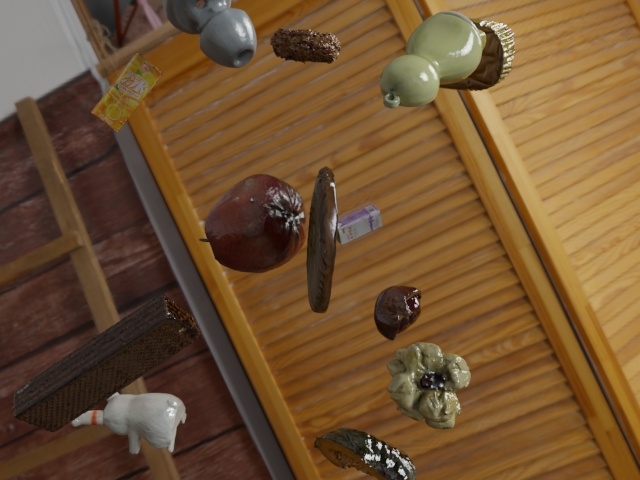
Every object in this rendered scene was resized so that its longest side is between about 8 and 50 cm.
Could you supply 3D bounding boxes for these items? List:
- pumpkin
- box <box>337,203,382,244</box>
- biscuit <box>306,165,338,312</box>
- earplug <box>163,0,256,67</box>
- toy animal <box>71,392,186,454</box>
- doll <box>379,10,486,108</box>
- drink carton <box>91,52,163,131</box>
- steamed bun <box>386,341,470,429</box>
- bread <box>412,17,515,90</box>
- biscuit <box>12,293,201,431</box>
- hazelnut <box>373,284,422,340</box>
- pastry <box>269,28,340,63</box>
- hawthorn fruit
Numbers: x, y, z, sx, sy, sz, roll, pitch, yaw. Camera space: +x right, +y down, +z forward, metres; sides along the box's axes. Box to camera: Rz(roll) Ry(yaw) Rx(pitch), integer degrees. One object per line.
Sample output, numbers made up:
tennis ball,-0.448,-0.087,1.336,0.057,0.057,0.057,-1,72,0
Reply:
pumpkin,0.113,0.531,1.502,0.278,0.163,0.111,7,51,42
box,0.086,-0.038,1.379,0.117,0.051,0.036,-27,39,-15
biscuit,0.000,0.000,1.272,0.040,0.318,0.318,3,-5,-5
earplug,-0.330,-0.679,1.801,0.214,0.325,0.175,-38,29,10
toy animal,-0.489,0.462,1.529,0.282,0.138,0.140,-3,36,14
doll,0.200,-0.322,1.079,0.296,0.141,0.117,-48,-21,-25
drink carton,-0.570,-0.436,1.730,0.223,0.096,0.071,-53,22,1
steamed bun,0.239,0.311,1.322,0.106,0.192,0.177,91,-156,-50
bread,0.407,-0.537,1.685,0.288,0.204,0.156,9,24,29
biscuit,-0.427,0.248,1.177,0.388,0.073,0.107,-33,-42,5
hazelnut,0.269,0.251,2.043,0.160,0.202,0.170,6,-18,24
pastry,-0.036,-0.453,1.380,0.169,0.063,0.087,1,-42,-1
hawthorn fruit,-0.192,-0.037,1.512,0.300,0.254,0.254,-7,6,25
